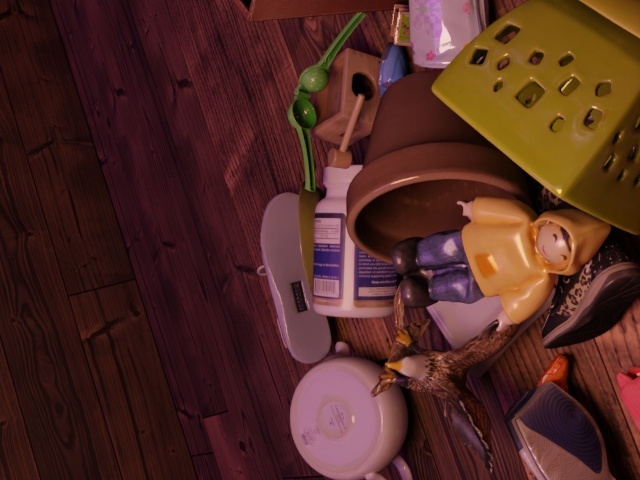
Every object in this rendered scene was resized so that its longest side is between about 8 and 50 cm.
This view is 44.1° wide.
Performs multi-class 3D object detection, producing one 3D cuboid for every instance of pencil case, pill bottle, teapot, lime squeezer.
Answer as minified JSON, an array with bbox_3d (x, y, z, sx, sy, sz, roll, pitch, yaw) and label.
[{"bbox_3d":[0.186,-0.381,1.122,0.124,0.113,0.273,11,113,36],"label":"pencil case"},{"bbox_3d":[0.064,0.001,1.421,0.153,0.153,0.265,4,92,59],"label":"pill bottle"},{"bbox_3d":[0.079,0.351,1.559,0.252,0.187,0.256,12,89,34],"label":"teapot"},{"bbox_3d":[-0.008,-0.248,1.351,0.110,0.058,0.311,36,111,62],"label":"lime squeezer"}]

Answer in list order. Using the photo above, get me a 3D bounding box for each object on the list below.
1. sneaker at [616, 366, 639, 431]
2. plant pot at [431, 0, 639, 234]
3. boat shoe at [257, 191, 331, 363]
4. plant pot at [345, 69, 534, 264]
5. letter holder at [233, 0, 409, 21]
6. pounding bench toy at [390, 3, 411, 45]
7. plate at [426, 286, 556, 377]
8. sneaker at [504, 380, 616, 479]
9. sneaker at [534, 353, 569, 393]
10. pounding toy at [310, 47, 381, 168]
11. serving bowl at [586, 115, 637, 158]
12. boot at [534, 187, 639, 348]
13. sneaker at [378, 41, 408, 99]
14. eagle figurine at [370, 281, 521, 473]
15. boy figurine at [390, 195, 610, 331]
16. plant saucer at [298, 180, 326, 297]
[{"bbox_3d":[0.446,0.142,0.910,0.136,0.115,0.314,61,147,26],"label":"sneaker"},{"bbox_3d":[0.304,-0.166,0.885,0.207,0.228,0.227,-55,51,19],"label":"plant pot"},{"bbox_3d":[-0.060,0.083,1.729,0.156,0.135,0.367,159,99,-74],"label":"boat shoe"},{"bbox_3d":[0.168,-0.116,1.156,0.263,0.262,0.229,129,148,-54],"label":"plant pot"},{"bbox_3d":[0.012,-0.470,1.184,0.152,0.301,0.214,57,145,28],"label":"letter holder"},{"bbox_3d":[0.157,-0.340,1.253,0.065,0.083,0.052,-93,9,-62],"label":"pounding bench toy"},{"bbox_3d":[0.232,0.055,1.301,0.277,0.045,0.278,60,147,25],"label":"plate"},{"bbox_3d":[0.352,0.375,1.125,0.316,0.127,0.182,54,148,10],"label":"sneaker"},{"bbox_3d":[0.352,0.242,1.182,0.067,0.064,0.175,22,128,28],"label":"sneaker"},{"bbox_3d":[0.062,-0.216,1.368,0.181,0.094,0.206,-20,63,60],"label":"pounding toy"},{"bbox_3d":[0.371,-0.125,1.005,0.083,0.027,0.083,31,128,51],"label":"serving bowl"},{"bbox_3d":[0.343,0.033,1.079,0.236,0.085,0.179,101,157,-59],"label":"boot"},{"bbox_3d":[0.143,-0.226,1.323,0.082,0.069,0.210,4,100,28],"label":"sneaker"},{"bbox_3d":[0.199,0.196,1.168,0.298,0.225,0.226,-1,112,53],"label":"eagle figurine"},{"bbox_3d":[0.229,0.028,1.003,0.285,0.092,0.177,-12,90,46],"label":"boy figurine"},{"bbox_3d":[0.000,0.000,1.562,0.241,0.037,0.241,-6,-90,-79],"label":"plant saucer"}]
